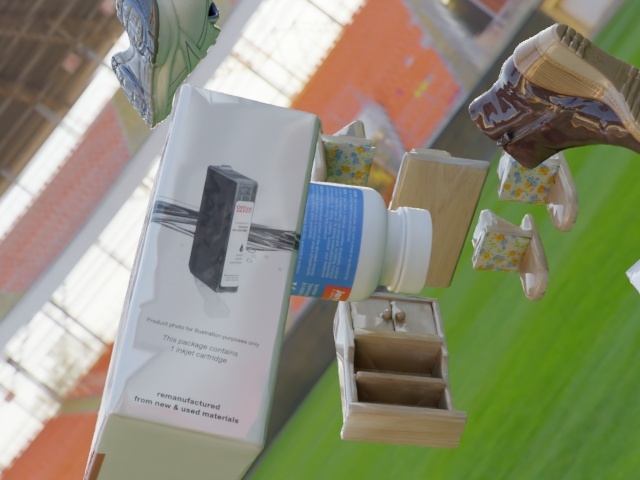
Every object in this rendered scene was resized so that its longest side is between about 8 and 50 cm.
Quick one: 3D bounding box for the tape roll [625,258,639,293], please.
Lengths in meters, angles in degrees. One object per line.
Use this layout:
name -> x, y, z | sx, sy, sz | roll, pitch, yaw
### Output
tape roll -> 0.435, 0.100, 1.371 | 0.100, 0.286, 0.286 | -44, 0, 11

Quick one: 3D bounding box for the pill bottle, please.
pill bottle -> 0.000, 0.000, 1.451 | 0.124, 0.222, 0.124 | -173, 90, -84

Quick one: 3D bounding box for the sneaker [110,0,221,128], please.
sneaker -> -0.186, -0.239, 1.749 | 0.129, 0.111, 0.297 | -29, -13, -22

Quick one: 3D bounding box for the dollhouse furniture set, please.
dollhouse furniture set -> 0.138, 0.064, 1.948 | 0.256, 0.362, 0.394 | -97, 16, -50

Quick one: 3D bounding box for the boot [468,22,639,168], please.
boot -> 0.324, -0.144, 1.728 | 0.090, 0.248, 0.207 | -49, 0, -35

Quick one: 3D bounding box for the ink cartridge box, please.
ink cartridge box -> -0.092, 0.047, 1.063 | 0.197, 0.114, 0.272 | 120, 163, -61
